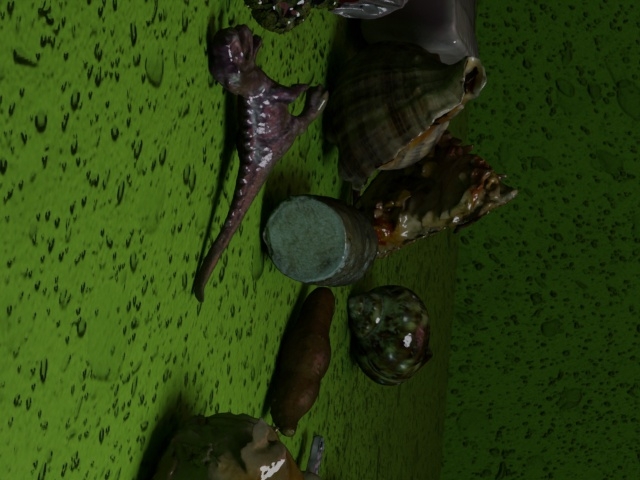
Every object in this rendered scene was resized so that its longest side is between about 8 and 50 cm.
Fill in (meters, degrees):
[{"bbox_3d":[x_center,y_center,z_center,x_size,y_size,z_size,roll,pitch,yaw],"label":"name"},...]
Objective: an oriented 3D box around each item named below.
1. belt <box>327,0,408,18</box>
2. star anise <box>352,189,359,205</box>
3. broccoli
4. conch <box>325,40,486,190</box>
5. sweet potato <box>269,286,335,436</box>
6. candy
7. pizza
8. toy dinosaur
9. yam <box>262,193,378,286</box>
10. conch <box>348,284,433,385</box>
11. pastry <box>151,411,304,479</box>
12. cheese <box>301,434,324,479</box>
[{"bbox_3d":[0.056,-0.417,1.656,0.227,0.115,0.324,-70,163,-47],"label":"belt"},{"bbox_3d":[0.064,-0.111,2.101,0.227,0.218,0.148,-42,-165,-9],"label":"star anise"},{"bbox_3d":[-0.027,-0.260,1.315,0.130,0.120,0.131,-27,125,-41],"label":"broccoli"},{"bbox_3d":[0.090,-0.183,1.824,0.210,0.159,0.291,-32,173,-31],"label":"conch"},{"bbox_3d":[-0.016,0.138,1.723,0.274,0.067,0.067,-72,163,-48],"label":"sweet potato"},{"bbox_3d":[0.152,-0.335,2.055,0.358,0.145,0.208,29,58,-78],"label":"candy"},{"bbox_3d":[0.121,-0.048,1.919,0.074,0.251,0.287,47,-2,-22],"label":"pizza"},{"bbox_3d":[-0.072,-0.087,1.374,0.200,0.072,0.251,-26,134,-65],"label":"toy dinosaur"},{"bbox_3d":[0.000,0.000,1.619,0.194,0.107,0.107,10,86,-78],"label":"yam"},{"bbox_3d":[0.105,0.138,2.187,0.187,0.124,0.181,-108,-177,-55],"label":"conch"},{"bbox_3d":[-0.082,0.286,1.285,0.236,0.120,0.257,-60,148,-51],"label":"pastry"},{"bbox_3d":[-0.018,0.336,1.845,0.171,0.047,0.092,-65,159,-60],"label":"cheese"}]
